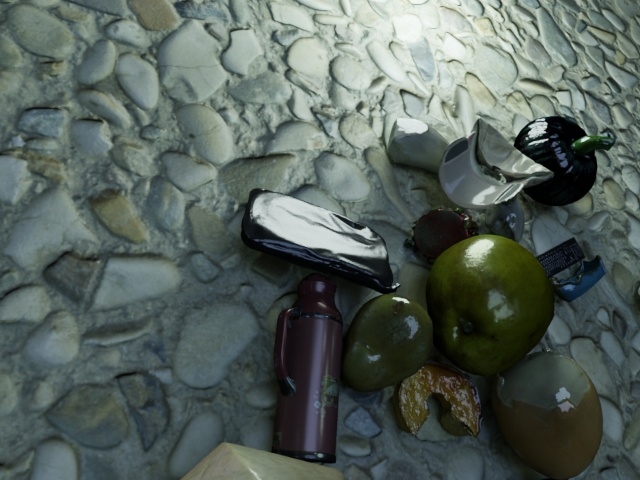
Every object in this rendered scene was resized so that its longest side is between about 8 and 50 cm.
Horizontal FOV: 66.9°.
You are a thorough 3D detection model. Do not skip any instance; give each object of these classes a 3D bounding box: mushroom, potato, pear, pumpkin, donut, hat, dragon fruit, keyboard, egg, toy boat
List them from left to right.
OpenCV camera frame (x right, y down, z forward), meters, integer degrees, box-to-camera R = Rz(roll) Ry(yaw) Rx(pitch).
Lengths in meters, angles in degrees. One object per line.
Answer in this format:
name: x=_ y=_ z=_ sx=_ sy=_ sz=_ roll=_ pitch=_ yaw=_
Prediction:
potato: x=0.117 y=0.200 z=0.907 sx=0.157 sy=0.157 sz=0.194 roll=46 pitch=71 yaw=1
mushroom: x=0.282 y=-0.212 z=1.208 sx=0.270 sy=0.103 sz=0.118 roll=25 pitch=59 yaw=-18
donut: x=0.223 y=0.312 z=0.955 sx=0.181 sy=0.078 sz=0.146 roll=6 pitch=63 yaw=-14
dragon fruit: x=0.297 y=-0.010 z=1.119 sx=0.175 sy=0.142 sz=0.139 roll=-2 pitch=107 yaw=-45
pear: x=0.336 y=0.126 z=0.982 sx=0.269 sy=0.269 sz=0.321 roll=54 pitch=36 yaw=6
hat: x=0.403 y=-0.156 z=1.160 sx=0.226 sy=0.164 sz=0.219 roll=-44 pitch=71 yaw=5
mushroom: x=0.453 y=-0.115 z=1.246 sx=0.099 sy=0.096 sz=0.278 roll=37 pitch=39 yaw=-61
egg: x=0.451 y=0.345 z=0.967 sx=0.201 sy=0.201 sz=0.245 roll=-8 pitch=81 yaw=-27
keyboard: x=0.634 y=0.048 z=1.293 sx=0.202 sy=0.011 sz=0.067 roll=-20 pitch=77 yaw=-30
pumpkin: x=0.646 y=-0.224 z=1.286 sx=0.247 sy=0.248 sz=0.248 roll=10 pitch=64 yaw=-20
toy boat: x=0.651 y=0.093 z=1.242 sx=0.185 sy=0.075 sz=0.077 roll=-29 pitch=83 yaw=-27

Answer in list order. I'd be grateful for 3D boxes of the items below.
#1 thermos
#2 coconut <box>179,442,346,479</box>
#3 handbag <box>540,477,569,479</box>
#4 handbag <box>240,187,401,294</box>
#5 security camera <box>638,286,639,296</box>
thermos: x=-0.029 y=0.211 z=0.866 sx=0.136 sy=0.109 sz=0.331 roll=14 pitch=62 yaw=-17
coconut: x=-0.087 y=0.422 z=0.643 sx=0.328 sy=0.329 sz=0.329 roll=10 pitch=64 yaw=-20
handbag: x=0.397 y=0.590 z=0.862 sx=0.301 sy=0.178 sz=0.275 roll=-3 pitch=25 yaw=-23
handbag: x=0.003 y=0.001 z=0.970 sx=0.332 sy=0.075 sz=0.192 roll=21 pitch=30 yaw=-14
security camera: x=1.004 y=0.192 z=1.292 sx=0.194 sy=0.194 sz=0.236 roll=-32 pitch=87 yaw=-32
